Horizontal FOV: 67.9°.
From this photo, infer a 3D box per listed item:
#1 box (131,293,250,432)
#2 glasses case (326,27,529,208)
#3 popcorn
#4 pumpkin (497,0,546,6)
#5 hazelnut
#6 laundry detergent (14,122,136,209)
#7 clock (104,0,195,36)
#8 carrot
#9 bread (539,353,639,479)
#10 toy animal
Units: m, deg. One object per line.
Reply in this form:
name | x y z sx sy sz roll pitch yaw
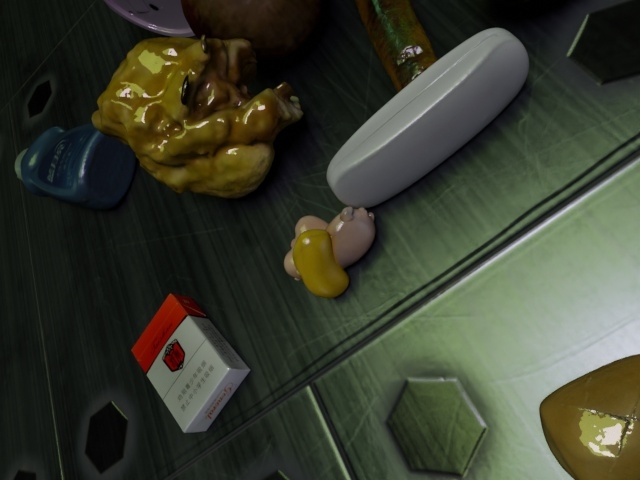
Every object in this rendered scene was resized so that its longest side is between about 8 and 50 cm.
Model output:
box | -0.170 0.153 0.609 0.152 0.048 0.100 40 95 37
glasses case | 0.108 -0.118 0.495 0.233 0.092 0.059 -39 54 17
popcorn | -0.151 -0.151 0.611 0.254 0.191 0.190 1 89 23
pumpkin | 0.233 -0.309 0.470 0.183 0.108 0.119 -50 48 18
hazelnut | -0.095 -0.337 0.644 0.208 0.208 0.208 -10 69 29
laundry detergent | -0.455 -0.136 0.847 0.290 0.094 0.143 8 82 33
clock | -0.267 -0.414 0.758 0.197 0.197 0.068 6 77 33
carrot | 0.084 -0.281 0.579 0.070 0.070 0.260 -26 64 23
bread | 0.227 0.137 0.359 0.115 0.056 0.082 -31 61 20
toy animal | 0.000 0.000 0.530 0.114 0.091 0.082 -57 41 6
